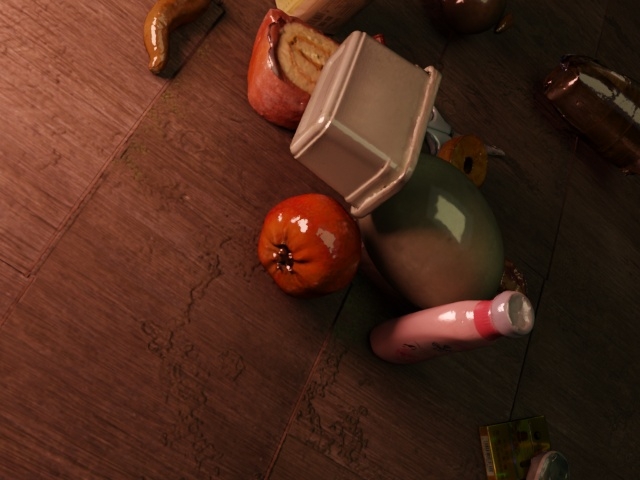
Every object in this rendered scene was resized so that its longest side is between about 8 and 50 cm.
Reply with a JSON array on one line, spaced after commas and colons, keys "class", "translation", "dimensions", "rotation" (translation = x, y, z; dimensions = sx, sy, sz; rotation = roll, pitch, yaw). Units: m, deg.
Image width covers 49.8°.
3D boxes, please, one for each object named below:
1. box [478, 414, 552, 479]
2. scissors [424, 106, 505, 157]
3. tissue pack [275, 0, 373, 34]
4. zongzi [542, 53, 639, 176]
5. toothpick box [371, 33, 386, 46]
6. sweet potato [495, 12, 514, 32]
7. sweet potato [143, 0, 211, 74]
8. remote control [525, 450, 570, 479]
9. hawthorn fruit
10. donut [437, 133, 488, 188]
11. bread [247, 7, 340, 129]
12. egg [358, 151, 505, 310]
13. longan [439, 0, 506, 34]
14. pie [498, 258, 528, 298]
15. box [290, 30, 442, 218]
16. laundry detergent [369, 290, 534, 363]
[{"class": "box", "translation": [0.428, 0.453, 1.495], "dimensions": [0.193, 0.030, 0.122], "rotation": [1, 75, -34]}, {"class": "scissors", "translation": [0.323, -0.245, 1.654], "dimensions": [0.360, 0.029, 0.191], "rotation": [10, 68, -32]}, {"class": "tissue pack", "translation": [0.029, -0.539, 1.417], "dimensions": [0.159, 0.234, 0.125], "rotation": [0, 73, -36]}, {"class": "zongzi", "translation": [0.817, -0.422, 1.988], "dimensions": [0.403, 0.208, 0.432], "rotation": [35, 39, -9]}, {"class": "toothpick box", "translation": [0.138, -0.422, 1.573], "dimensions": [0.047, 0.047, 0.083], "rotation": [-19, 87, -38]}, {"class": "sweet potato", "translation": [0.508, -0.597, 1.901], "dimensions": [0.034, 0.034, 0.095], "rotation": [47, 64, -13]}, {"class": "sweet potato", "translation": [-0.272, -0.412, 1.276], "dimensions": [0.081, 0.062, 0.233], "rotation": [38, 60, -21]}, {"class": "remote control", "translation": [0.454, 0.557, 1.441], "dimensions": [0.104, 0.052, 0.247], "rotation": [43, 64, -25]}, {"class": "hawthorn fruit", "translation": [0.000, 0.000, 1.254], "dimensions": [0.225, 0.196, 0.197], "rotation": [-29, 92, -50]}, {"class": "donut", "translation": [0.324, -0.173, 1.593], "dimensions": [0.151, 0.058, 0.152], "rotation": [-5, 98, -40]}, {"class": "bread", "translation": [-0.032, -0.318, 1.371], "dimensions": [0.244, 0.123, 0.190], "rotation": [22, 65, -27]}, {"class": "egg", "translation": [0.218, -0.012, 1.361], "dimensions": [0.258, 0.258, 0.352], "rotation": [-36, 94, -37]}, {"class": "longan", "translation": [0.367, -0.609, 1.727], "dimensions": [0.204, 0.159, 0.185], "rotation": [18, 64, -14]}, {"class": "pie", "translation": [0.425, 0.083, 1.613], "dimensions": [0.169, 0.034, 0.092], "rotation": [11, 72, -31]}, {"class": "box", "translation": [0.076, -0.223, 1.237], "dimensions": [0.182, 0.175, 0.312], "rotation": [33, 53, -18]}, {"class": "laundry detergent", "translation": [0.240, 0.164, 1.265], "dimensions": [0.159, 0.335, 0.088], "rotation": [11, 68, -32]}]
